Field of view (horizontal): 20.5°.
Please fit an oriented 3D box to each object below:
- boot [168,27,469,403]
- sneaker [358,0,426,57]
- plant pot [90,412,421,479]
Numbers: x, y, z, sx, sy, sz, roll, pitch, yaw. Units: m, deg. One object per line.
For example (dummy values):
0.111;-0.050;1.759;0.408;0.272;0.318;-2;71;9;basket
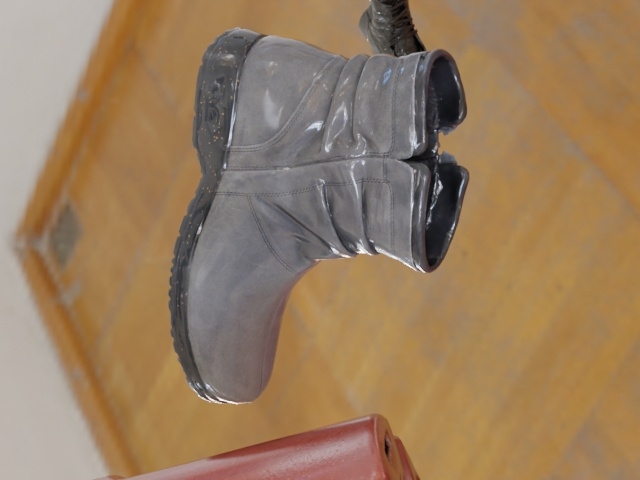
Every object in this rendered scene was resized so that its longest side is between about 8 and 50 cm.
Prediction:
0.000;0.000;1.453;0.223;0.118;0.338;14;112;27;boot
0.081;-0.214;1.829;0.089;0.051;0.170;59;164;15;sneaker
-0.046;0.257;1.240;0.265;0.272;0.272;-21;57;8;plant pot
